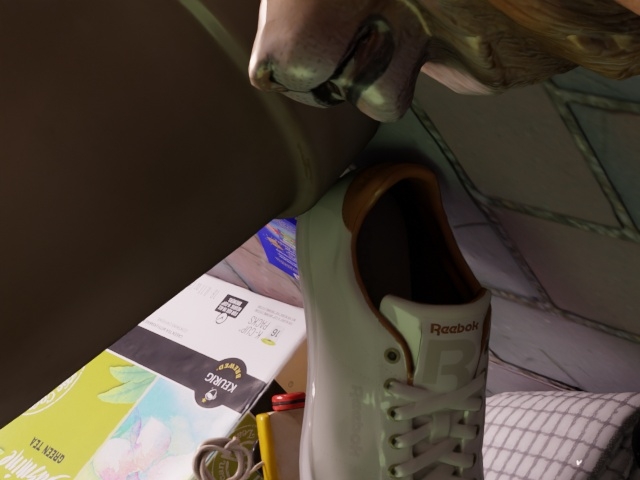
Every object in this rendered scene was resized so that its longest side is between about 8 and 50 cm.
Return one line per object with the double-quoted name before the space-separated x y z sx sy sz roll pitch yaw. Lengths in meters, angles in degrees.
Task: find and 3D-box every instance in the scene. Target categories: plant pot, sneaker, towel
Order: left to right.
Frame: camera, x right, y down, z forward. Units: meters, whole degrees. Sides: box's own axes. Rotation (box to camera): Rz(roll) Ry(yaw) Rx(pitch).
"plant pot" -0.173 -0.056 0.766 0.323 0.280 0.323 33 161 13
"sneaker" 0.049 0.094 0.802 0.123 0.106 0.290 153 107 -64
"towel" 0.130 0.238 0.918 0.121 0.283 0.235 37 164 -15

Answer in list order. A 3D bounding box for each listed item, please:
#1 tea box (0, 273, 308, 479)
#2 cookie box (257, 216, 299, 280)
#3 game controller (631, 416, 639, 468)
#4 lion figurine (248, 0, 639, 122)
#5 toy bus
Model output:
"tea box" -0.136 0.215 1.322 0.329 0.323 0.220 15 152 50
"cookie box" 0.000 0.000 0.970 0.092 0.040 0.107 31 161 20
"game controller" 0.178 -0.002 0.313 0.167 0.067 0.319 -1 152 -3
"lion figurine" 0.086 -0.147 0.315 0.240 0.142 0.392 40 150 18
"toy bus" 0.014 0.167 1.122 0.202 0.191 0.104 40 163 -9
